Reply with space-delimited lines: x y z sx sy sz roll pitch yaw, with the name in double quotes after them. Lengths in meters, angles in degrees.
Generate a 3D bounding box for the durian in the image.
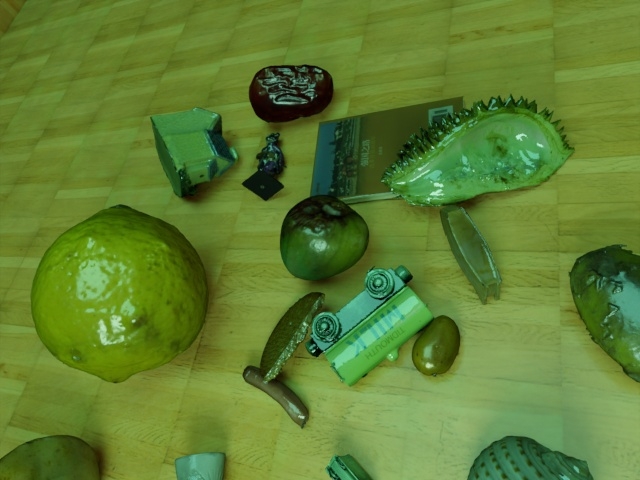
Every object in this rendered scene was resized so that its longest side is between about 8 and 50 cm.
0.316 -0.185 1.013 0.394 0.163 0.198 -18 100 1 "durian"

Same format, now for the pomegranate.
-0.564 0.505 0.950 0.233 0.233 0.233 -11 59 18 "pomegranate"

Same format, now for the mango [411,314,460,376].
0.212 0.192 0.874 0.080 0.060 0.114 15 65 27 "mango"

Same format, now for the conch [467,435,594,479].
0.296 0.374 0.690 0.200 0.131 0.172 -39 55 -2 "conch"

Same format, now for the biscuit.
-0.063 0.189 0.987 0.206 0.025 0.126 -55 19 -8 "biscuit"

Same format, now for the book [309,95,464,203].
0.159 -0.213 1.149 0.374 0.028 0.263 -5 61 21 "book"

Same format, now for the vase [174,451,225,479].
-0.217 0.510 0.868 0.096 0.096 0.219 -17 60 14 "vase"

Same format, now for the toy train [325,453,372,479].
0.055 0.409 0.822 0.093 0.056 0.038 37 98 35 "toy train"

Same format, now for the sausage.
-0.091 0.306 0.957 0.176 0.040 0.047 27 75 32 "sausage"

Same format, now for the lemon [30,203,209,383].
-0.419 0.105 1.029 0.349 0.350 0.387 -11 70 18 "lemon"

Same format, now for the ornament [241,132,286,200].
-0.139 -0.203 1.256 0.081 0.088 0.203 -34 37 33 "ornament"

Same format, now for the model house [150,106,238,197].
-0.338 -0.239 1.321 0.189 0.195 0.214 -24 67 -20 "model house"

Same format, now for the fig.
0.000 0.000 1.018 0.191 0.181 0.181 -52 51 23 "fig"

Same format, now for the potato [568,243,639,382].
0.501 0.118 0.755 0.149 0.113 0.251 -25 55 10 "potato"

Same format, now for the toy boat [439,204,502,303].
0.288 0.024 0.930 0.064 0.072 0.206 -18 69 -3 "toy boat"

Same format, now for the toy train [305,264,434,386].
0.097 0.167 0.926 0.253 0.105 0.157 -38 68 -1 "toy train"

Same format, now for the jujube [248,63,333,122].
-0.080 -0.399 1.293 0.230 0.155 0.155 2 63 14 "jujube"
